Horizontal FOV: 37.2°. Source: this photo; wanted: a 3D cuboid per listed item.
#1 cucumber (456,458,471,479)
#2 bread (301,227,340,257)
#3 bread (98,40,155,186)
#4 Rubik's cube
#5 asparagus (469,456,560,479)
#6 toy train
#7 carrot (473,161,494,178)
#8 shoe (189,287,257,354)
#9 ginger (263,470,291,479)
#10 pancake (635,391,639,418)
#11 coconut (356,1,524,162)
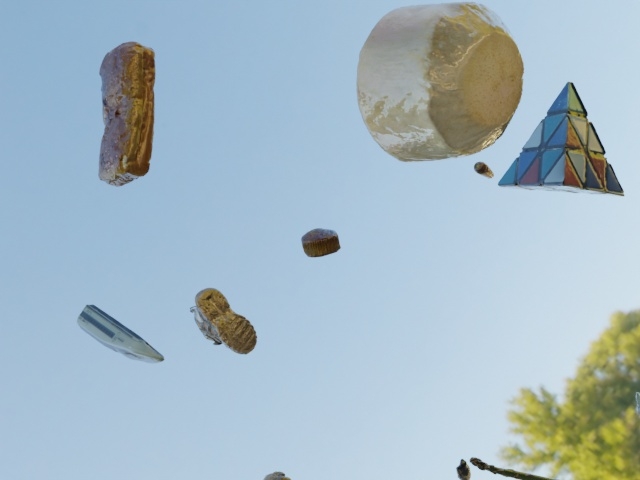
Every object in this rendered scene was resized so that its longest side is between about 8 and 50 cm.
[{"bbox_3d":[0.341,0.550,2.258,0.033,0.034,0.135,-51,-22,-13],"label":"cucumber"},{"bbox_3d":[0.000,0.000,1.998,0.085,0.085,0.053,-23,-72,-44],"label":"bread"},{"bbox_3d":[-0.380,-0.244,1.831,0.077,0.139,0.271,12,-106,-41],"label":"bread"},{"bbox_3d":[0.553,-0.131,2.084,0.250,0.234,0.284,-45,28,47],"label":"Rubik's cube"},{"bbox_3d":[0.429,0.514,2.095,0.024,0.248,0.025,-34,41,60],"label":"asparagus"},{"bbox_3d":[-0.359,0.180,1.706,0.048,0.252,0.055,-50,-50,-16],"label":"toy train"},{"bbox_3d":[0.404,-0.172,2.338,0.032,0.032,0.093,-58,-30,7],"label":"carrot"},{"bbox_3d":[-0.230,0.198,2.170,0.089,0.180,0.092,-42,-2,-40],"label":"shoe"},{"bbox_3d":[-0.046,0.615,1.924,0.147,0.334,0.081,-4,-42,-1],"label":"ginger"},{"bbox_3d":[0.677,0.372,1.992,0.017,0.108,0.108,-16,-24,14],"label":"pancake"},{"bbox_3d":[0.203,-0.285,1.739,0.329,0.329,0.329,-38,-32,-29],"label":"coconut"}]
